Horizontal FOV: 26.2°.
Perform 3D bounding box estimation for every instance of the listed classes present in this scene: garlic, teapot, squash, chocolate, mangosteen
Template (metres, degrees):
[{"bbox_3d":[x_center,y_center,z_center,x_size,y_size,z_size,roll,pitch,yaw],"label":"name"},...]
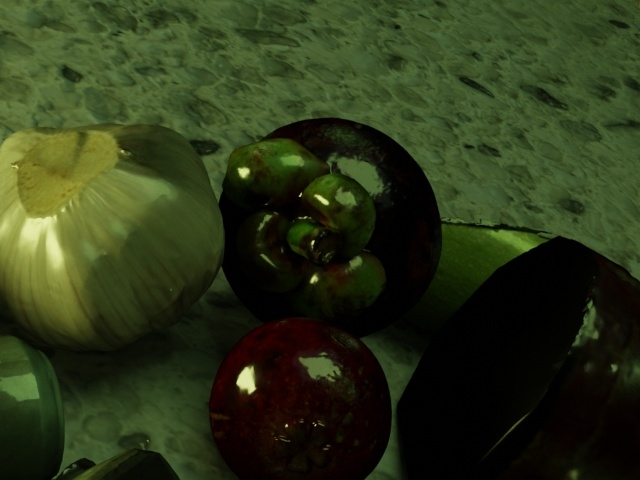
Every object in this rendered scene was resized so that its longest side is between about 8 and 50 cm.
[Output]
[{"bbox_3d":[-0.260,-0.007,1.653,0.318,0.259,0.317,-11,38,9],"label":"garlic"},{"bbox_3d":[-0.381,0.200,1.365,0.225,0.171,0.203,-3,66,-30],"label":"teapot"},{"bbox_3d":[0.151,0.015,1.970,0.309,0.210,0.233,34,-12,0],"label":"squash"},{"bbox_3d":[0.334,0.224,1.733,0.331,0.384,0.383,37,28,-17],"label":"chocolate"},{"bbox_3d":[0.008,-0.010,1.717,0.311,0.311,0.311,20,32,-13],"label":"mangosteen"},{"bbox_3d":[-0.027,0.185,1.611,0.215,0.215,0.257,20,14,-12],"label":"mangosteen"}]

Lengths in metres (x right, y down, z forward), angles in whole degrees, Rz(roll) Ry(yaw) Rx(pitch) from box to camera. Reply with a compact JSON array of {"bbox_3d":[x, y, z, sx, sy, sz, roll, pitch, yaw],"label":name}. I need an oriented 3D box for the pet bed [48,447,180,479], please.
[{"bbox_3d":[-0.226,0.316,1.317,0.183,0.159,0.211,60,35,-4],"label":"pet bed"}]
